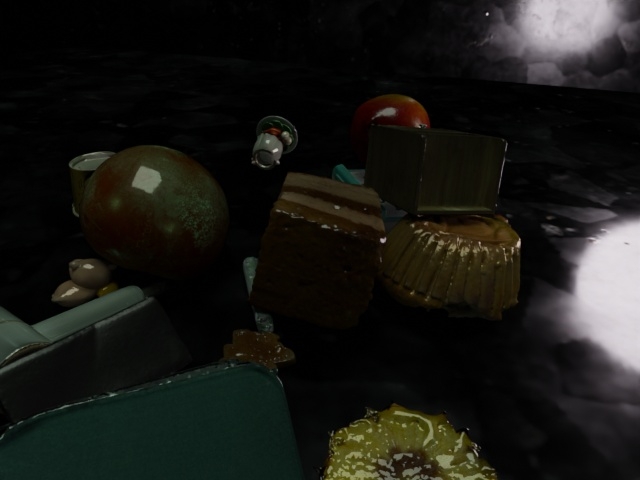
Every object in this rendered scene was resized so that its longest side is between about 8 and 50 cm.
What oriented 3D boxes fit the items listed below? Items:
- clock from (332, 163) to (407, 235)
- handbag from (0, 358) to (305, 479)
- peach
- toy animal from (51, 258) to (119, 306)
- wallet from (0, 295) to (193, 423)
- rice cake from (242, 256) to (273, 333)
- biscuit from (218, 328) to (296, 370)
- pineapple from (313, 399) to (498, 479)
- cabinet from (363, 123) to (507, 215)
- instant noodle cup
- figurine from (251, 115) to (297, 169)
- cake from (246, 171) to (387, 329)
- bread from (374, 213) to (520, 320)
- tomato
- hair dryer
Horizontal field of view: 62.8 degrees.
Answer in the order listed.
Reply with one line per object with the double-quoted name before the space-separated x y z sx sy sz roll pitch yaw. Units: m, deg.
"clock" 0.167 -0.078 1.195 0.231 0.116 0.262 -4 31 -20
"handbag" -0.139 0.265 0.460 0.268 0.100 0.274 -10 74 -35
"peach" 0.152 -0.239 1.174 0.197 0.197 0.197 1 30 -1
"toy animal" -0.421 0.063 0.932 0.114 0.082 0.091 -14 34 -24
"wallet" -0.305 0.177 0.724 0.244 0.025 0.124 -29 87 -43
"rice cake" -0.114 0.094 0.945 0.033 0.033 0.208 -7 31 -12
"biscuit" -0.108 0.183 0.804 0.119 0.019 0.130 19 34 27
"pineapple" 0.094 0.283 0.585 0.224 0.076 0.225 0 32 0
"cabinet" 0.209 -0.145 1.008 0.174 0.148 0.215 -1 17 -20
"instant noodle cup" -0.514 -0.133 1.230 0.151 0.122 0.151 0 28 0
"figurine" -0.142 -0.269 1.508 0.132 0.132 0.154 8 43 11
"cake" 0.000 0.000 0.951 0.198 0.196 0.293 13 25 -2
"bread" 0.230 0.034 0.959 0.274 0.149 0.274 5 24 -2
"tomato" -0.296 -0.061 0.977 0.270 0.223 0.270 20 13 -5
"hair dryer" -0.385 0.126 0.838 0.173 0.108 0.357 23 27 28
